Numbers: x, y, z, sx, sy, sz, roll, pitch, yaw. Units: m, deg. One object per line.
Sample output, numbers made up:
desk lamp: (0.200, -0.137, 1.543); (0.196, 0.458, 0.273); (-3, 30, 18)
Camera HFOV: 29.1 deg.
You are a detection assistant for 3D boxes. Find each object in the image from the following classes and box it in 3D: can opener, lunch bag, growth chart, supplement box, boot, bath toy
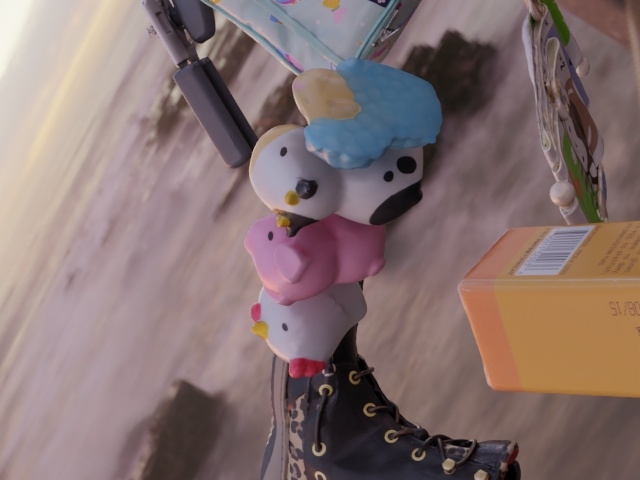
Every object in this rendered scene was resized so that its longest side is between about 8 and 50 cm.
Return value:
can opener: (-0.163, -0.237, 1.743); (0.093, 0.280, 0.074); (-22, 10, 28)
lunch bag: (-0.019, -0.305, 1.322); (0.224, 0.279, 0.108); (-56, -11, 32)
growth chart: (0.180, -0.076, 0.879); (0.021, 0.172, 0.237); (-17, 56, 23)
supplement box: (0.198, 0.036, 0.671); (0.233, 0.078, 0.080); (-1, 28, 39)
boot: (0.085, 0.213, 1.396); (0.138, 0.284, 0.378); (1, -80, -66)
bath toy: (0.000, 0.000, 1.107); (0.348, 0.151, 0.129); (106, 177, -50)
